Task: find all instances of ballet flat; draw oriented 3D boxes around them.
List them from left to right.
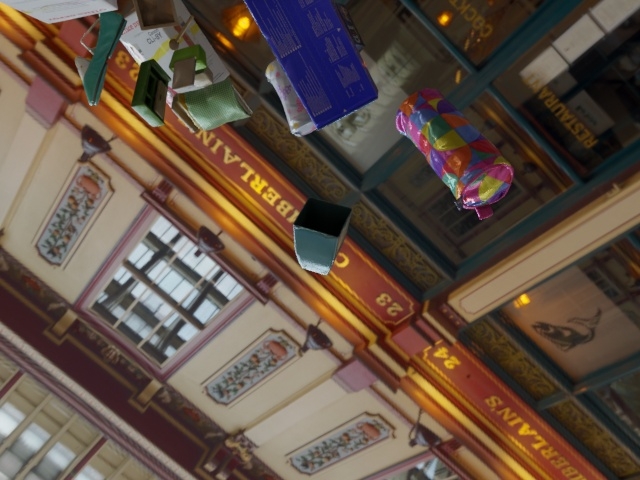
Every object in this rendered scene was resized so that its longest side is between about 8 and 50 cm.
[{"bbox_3d":[-0.575,-0.471,1.399,0.087,0.083,0.248,19,-92,-21],"label":"ballet flat"}]

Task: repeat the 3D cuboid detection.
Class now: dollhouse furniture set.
[{"bbox_3d":[-0.336,-0.360,1.505,0.301,0.197,0.152,49,-143,-59],"label":"dollhouse furniture set"}]

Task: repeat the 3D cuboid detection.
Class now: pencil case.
[{"bbox_3d":[-0.091,-0.504,1.911,0.113,0.124,0.273,100,146,-82],"label":"pencil case"},{"bbox_3d":[0.212,-0.148,0.891,0.104,0.104,0.236,12,-141,-38],"label":"pencil case"}]

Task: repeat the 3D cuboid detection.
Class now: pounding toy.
[{"bbox_3d":[-0.522,-0.755,1.853,0.180,0.206,0.094,-13,-147,-10],"label":"pounding toy"}]

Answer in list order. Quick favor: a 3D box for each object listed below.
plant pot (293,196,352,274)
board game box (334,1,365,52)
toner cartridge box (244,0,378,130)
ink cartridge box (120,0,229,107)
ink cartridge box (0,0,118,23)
[{"bbox_3d":[0.000,0.000,1.974,0.165,0.234,0.166,17,-136,11],"label":"plant pot"},{"bbox_3d":[0.022,-0.582,1.697,0.042,0.243,0.165,-6,-114,-41],"label":"board game box"},{"bbox_3d":[-0.018,-0.443,1.232,0.348,0.165,0.075,59,-161,-22],"label":"toner cartridge box"},{"bbox_3d":[-0.589,-0.747,2.155,0.385,0.279,0.160,55,-128,-29],"label":"ink cartridge box"},{"bbox_3d":[-0.541,-0.553,1.079,0.233,0.171,0.168,-74,-25,-82],"label":"ink cartridge box"}]
